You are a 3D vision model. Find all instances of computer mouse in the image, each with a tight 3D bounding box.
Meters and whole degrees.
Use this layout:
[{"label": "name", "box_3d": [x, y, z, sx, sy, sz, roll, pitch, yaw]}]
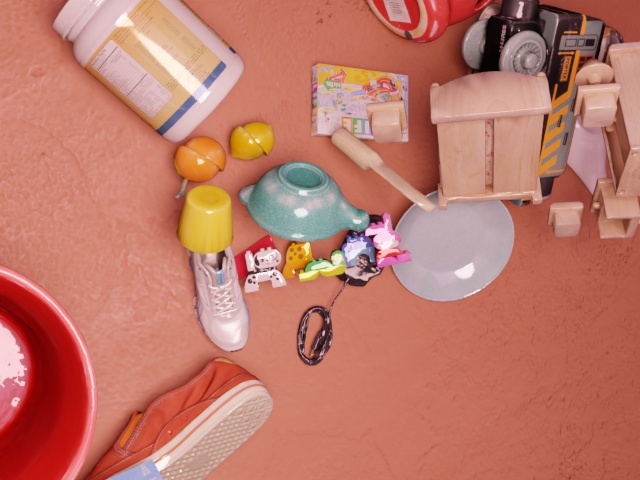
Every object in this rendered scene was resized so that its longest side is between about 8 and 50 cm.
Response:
[{"label": "computer mouse", "box_3d": [0.033, 0.071, 1.059, 0.071, 0.041, 0.242, 30, 82, 0]}]

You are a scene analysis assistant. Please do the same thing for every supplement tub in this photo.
[{"label": "supplement tub", "box_3d": [-0.209, -0.235, 0.893, 0.199, 0.144, 0.144, 42, 72, -18]}]

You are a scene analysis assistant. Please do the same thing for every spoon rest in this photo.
[{"label": "spoon rest", "box_3d": [0.483, -0.148, 1.266, 0.137, 0.084, 0.276, -32, 88, -24]}]

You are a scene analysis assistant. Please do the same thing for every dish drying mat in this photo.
[{"label": "dish drying mat", "box_3d": [-0.098, 0.027, 1.012, 0.083, 0.008, 0.032, -35, 102, -23]}]

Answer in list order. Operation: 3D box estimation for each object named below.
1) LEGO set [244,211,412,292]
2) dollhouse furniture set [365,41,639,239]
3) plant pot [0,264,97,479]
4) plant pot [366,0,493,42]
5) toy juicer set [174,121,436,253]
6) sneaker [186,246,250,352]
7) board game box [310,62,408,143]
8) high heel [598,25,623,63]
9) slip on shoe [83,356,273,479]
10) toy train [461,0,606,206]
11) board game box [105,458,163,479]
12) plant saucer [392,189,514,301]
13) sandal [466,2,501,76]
[{"label": "LEGO set", "box_3d": [0.000, 0.000, 1.000, 0.227, 0.087, 0.093, -11, 96, -3]}, {"label": "dollhouse furniture set", "box_3d": [0.257, -0.141, 0.989, 0.355, 0.303, 0.174, -2, 58, 10]}, {"label": "plant pot", "box_3d": [-0.382, 0.152, 0.743, 0.275, 0.243, 0.275, 1, 88, -25]}, {"label": "plant pot", "box_3d": [0.166, -0.398, 1.053, 0.174, 0.191, 0.191, -44, 106, -16]}, {"label": "toy juicer set", "box_3d": [-0.039, -0.075, 0.966, 0.329, 0.209, 0.089, -5, 133, -20]}, {"label": "sneaker", "box_3d": [-0.136, 0.058, 0.947, 0.071, 0.083, 0.191, -17, 95, -13]}, {"label": "board game box", "box_3d": [0.060, -0.203, 1.085, 0.154, 0.026, 0.103, 1, 88, -25]}, {"label": "high heel", "box_3d": [0.393, -0.336, 1.241, 0.261, 0.186, 0.093, 11, 127, 1]}, {"label": "slip on shoe", "box_3d": [-0.214, 0.269, 0.905, 0.331, 0.101, 0.123, -38, 142, -11]}, {"label": "toy train", "box_3d": [0.312, -0.202, 1.099, 0.190, 0.142, 0.334, -7, 117, -21]}, {"label": "board game box", "box_3d": [-0.253, 0.361, 0.844, 0.160, 0.039, 0.211, -20, 134, -25]}, {"label": "plant saucer", "box_3d": [0.197, 0.001, 1.108, 0.195, 0.037, 0.195, -4, 116, -8]}, {"label": "sandal", "box_3d": [0.266, -0.287, 1.147, 0.072, 0.049, 0.180, 18, 95, 12]}]
